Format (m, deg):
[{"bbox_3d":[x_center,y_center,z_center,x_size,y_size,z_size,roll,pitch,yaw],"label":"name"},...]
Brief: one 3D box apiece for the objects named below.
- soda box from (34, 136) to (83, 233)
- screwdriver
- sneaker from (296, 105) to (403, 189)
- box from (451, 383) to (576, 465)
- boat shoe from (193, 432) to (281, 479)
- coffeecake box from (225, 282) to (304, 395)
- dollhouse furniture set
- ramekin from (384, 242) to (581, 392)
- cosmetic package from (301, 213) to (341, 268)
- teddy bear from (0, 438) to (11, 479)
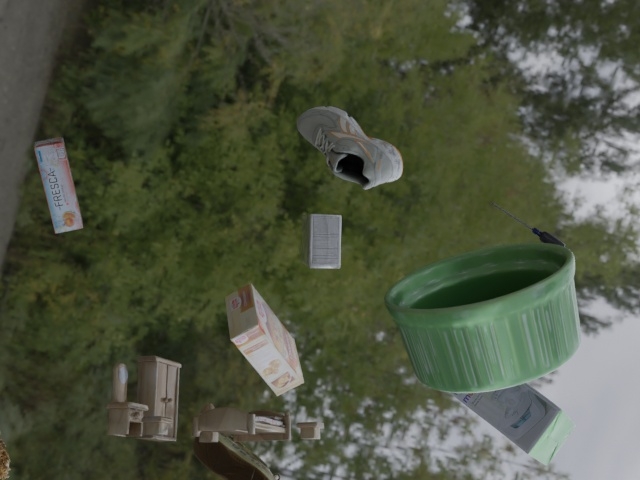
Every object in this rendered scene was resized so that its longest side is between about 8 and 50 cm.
[{"bbox_3d":[-0.524,-0.111,1.836,0.063,0.058,0.183,-133,-147,-68],"label":"soda box"},{"bbox_3d":[0.412,-0.031,1.823,0.025,0.170,0.024,-35,156,-43],"label":"screwdriver"},{"bbox_3d":[0.039,-0.193,1.894,0.121,0.262,0.099,-30,142,-43],"label":"sneaker"},{"bbox_3d":[0.435,0.375,2.066,0.127,0.231,0.262,-53,152,-2],"label":"box"},{"bbox_3d":[-0.167,0.535,2.128,0.104,0.285,0.089,-57,160,20],"label":"boat shoe"},{"bbox_3d":[-0.116,0.203,1.874,0.068,0.185,0.142,-29,-146,9],"label":"coffeecake box"},{"bbox_3d":[-0.211,0.322,1.904,0.303,0.355,0.174,36,50,-65],"label":"dollhouse furniture set"},{"bbox_3d":[0.266,0.122,1.460,0.303,0.303,0.148,-121,-166,-78],"label":"ramekin"},{"bbox_3d":[0.000,0.000,1.728,0.239,0.060,0.099,-163,-104,-85],"label":"cosmetic package"},{"bbox_3d":[-0.750,0.378,1.906,0.245,0.113,0.338,55,-18,24],"label":"teddy bear"}]
